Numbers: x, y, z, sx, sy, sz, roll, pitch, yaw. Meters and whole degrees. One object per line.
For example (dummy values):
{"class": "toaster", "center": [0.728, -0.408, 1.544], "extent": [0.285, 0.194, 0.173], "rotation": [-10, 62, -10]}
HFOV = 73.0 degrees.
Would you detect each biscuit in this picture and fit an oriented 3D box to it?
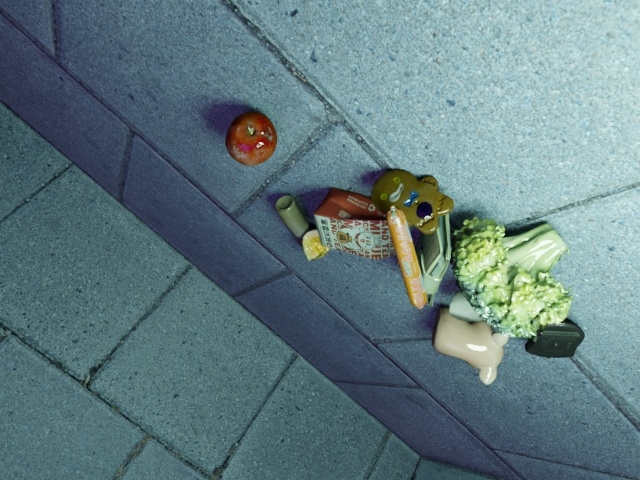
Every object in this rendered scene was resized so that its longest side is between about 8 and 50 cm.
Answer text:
{"class": "biscuit", "center": [0.245, -0.113, 1.203], "extent": [0.236, 0.180, 0.039], "rotation": [33, 174, 33]}

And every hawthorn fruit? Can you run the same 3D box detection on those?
{"class": "hawthorn fruit", "center": [-0.217, -0.327, 1.386], "extent": [0.173, 0.173, 0.173], "rotation": [27, 150, 17]}

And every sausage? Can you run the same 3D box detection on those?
{"class": "sausage", "center": [0.240, 0.056, 1.189], "extent": [0.053, 0.053, 0.347], "rotation": [7, 128, 42]}

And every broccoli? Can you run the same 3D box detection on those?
{"class": "broccoli", "center": [0.507, 0.077, 1.141], "extent": [0.281, 0.293, 0.347], "rotation": [-39, 74, 23]}

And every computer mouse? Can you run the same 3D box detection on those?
{"class": "computer mouse", "center": [0.731, 0.294, 1.354], "extent": [0.147, 0.088, 0.264], "rotation": [3, 141, 17]}

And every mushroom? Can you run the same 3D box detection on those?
{"class": "mushroom", "center": [0.532, 0.194, 1.327], "extent": [0.270, 0.103, 0.118], "rotation": [-7, 167, 21]}

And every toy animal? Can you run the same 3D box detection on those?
{"class": "toy animal", "center": [0.524, 0.359, 1.556], "extent": [0.256, 0.213, 0.195], "rotation": [15, 103, 22]}

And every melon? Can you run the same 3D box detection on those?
{"class": "melon", "center": [0.000, 0.000, 1.710], "extent": [0.160, 0.079, 0.128], "rotation": [-31, 107, 29]}

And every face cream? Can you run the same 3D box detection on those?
{"class": "face cream", "center": [-0.080, -0.044, 1.751], "extent": [0.137, 0.084, 0.341], "rotation": [14, 152, 31]}

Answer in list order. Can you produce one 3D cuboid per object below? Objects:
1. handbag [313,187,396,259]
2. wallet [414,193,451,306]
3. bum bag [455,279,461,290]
{"class": "handbag", "center": [0.139, -0.048, 1.427], "extent": [0.298, 0.151, 0.171], "rotation": [15, 141, 27]}
{"class": "wallet", "center": [0.328, 0.042, 1.294], "extent": [0.077, 0.223, 0.309], "rotation": [6, 147, 5]}
{"class": "bum bag", "center": [0.535, 0.190, 1.439], "extent": [0.107, 0.060, 0.232], "rotation": [-13, 128, 39]}
